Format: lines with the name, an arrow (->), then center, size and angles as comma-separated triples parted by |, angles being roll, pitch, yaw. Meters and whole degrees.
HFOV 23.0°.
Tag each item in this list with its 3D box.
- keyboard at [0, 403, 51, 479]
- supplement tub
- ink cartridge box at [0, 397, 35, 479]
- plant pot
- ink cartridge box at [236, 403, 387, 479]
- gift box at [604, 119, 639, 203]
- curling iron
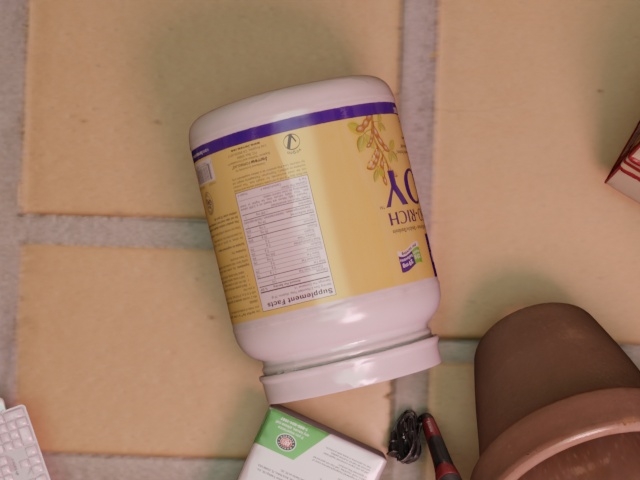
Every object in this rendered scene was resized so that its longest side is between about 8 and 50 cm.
keyboard -> -0.336, 0.321, 1.824 | 0.072, 0.014, 0.256 | -19, 89, -1
supplement tub -> 0.000, 0.000, 1.775 | 0.241, 0.241, 0.331 | -14, 88, 1
ink cartridge box -> -0.386, 0.284, 1.863 | 0.104, 0.061, 0.181 | -20, 89, -1
plant pot -> 0.275, 0.197, 1.755 | 0.263, 0.263, 0.229 | -16, 48, 1
ink cartridge box -> -0.032, 0.316, 1.842 | 0.153, 0.087, 0.208 | 25, 88, 2
gift box -> 0.490, -0.095, 1.766 | 0.258, 0.255, 0.276 | 30, 83, 4
curling iron -> 0.138, 0.283, 1.772 | 0.035, 0.274, 0.068 | 29, 107, -30
